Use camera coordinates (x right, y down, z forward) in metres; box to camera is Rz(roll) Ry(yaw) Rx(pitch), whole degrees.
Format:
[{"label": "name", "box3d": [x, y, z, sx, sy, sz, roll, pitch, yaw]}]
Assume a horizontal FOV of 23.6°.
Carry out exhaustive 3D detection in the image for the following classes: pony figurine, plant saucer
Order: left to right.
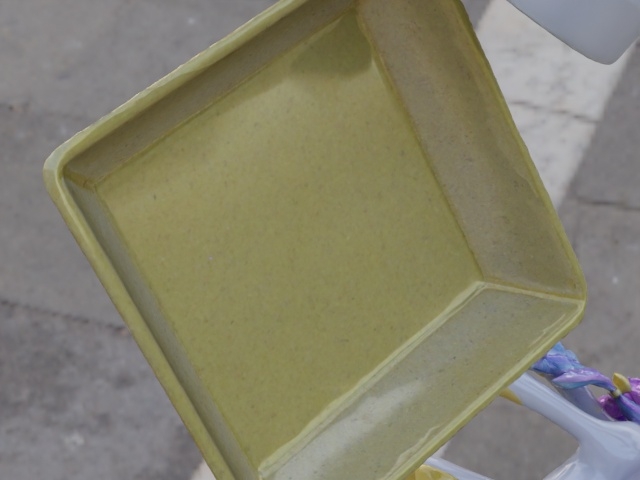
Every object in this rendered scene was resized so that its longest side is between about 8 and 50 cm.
[{"label": "plant saucer", "box3d": [0.000, 0.000, 1.056, 0.333, 0.332, 0.081, -37, 23, -26]}, {"label": "pony figurine", "box3d": [0.274, 0.216, 1.434, 0.363, 0.303, 0.351, 38, 80, 11]}]

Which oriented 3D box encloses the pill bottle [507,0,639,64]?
[{"label": "pill bottle", "box3d": [0.235, -0.300, 0.955, 0.204, 0.361, 0.204, 35, 19, -14]}]
